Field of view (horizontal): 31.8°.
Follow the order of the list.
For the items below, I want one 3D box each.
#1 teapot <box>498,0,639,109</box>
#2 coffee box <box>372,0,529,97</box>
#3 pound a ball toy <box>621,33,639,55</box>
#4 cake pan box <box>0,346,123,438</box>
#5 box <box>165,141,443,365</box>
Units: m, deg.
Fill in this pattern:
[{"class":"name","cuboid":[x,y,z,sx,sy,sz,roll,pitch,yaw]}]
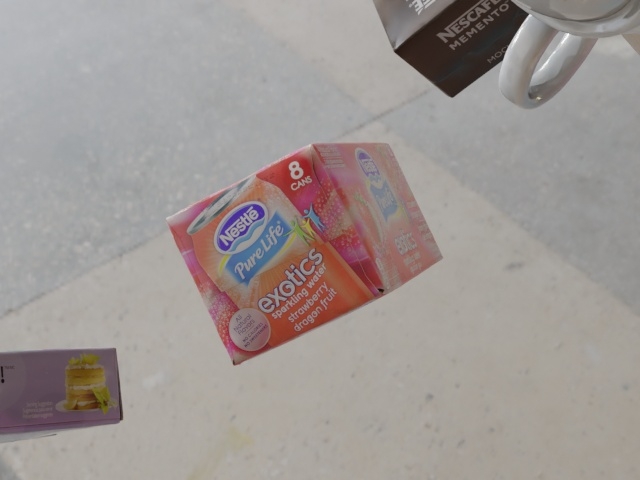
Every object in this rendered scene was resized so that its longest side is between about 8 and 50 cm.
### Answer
[{"class":"teapot","cuboid":[0.163,-0.209,0.663,0.187,0.252,0.256,-47,112,-15]},{"class":"coffee box","cuboid":[0.135,-0.329,1.246,0.119,0.168,0.297,30,33,-45]},{"class":"pound a ball toy","cuboid":[0.379,-0.296,1.134,0.208,0.319,0.136,48,62,-3]},{"class":"cake pan box","cuboid":[-0.330,0.135,0.881,0.246,0.267,0.070,5,74,-44]},{"class":"box","cuboid":[0.000,0.000,1.054,0.142,0.154,0.300,65,17,2]}]
